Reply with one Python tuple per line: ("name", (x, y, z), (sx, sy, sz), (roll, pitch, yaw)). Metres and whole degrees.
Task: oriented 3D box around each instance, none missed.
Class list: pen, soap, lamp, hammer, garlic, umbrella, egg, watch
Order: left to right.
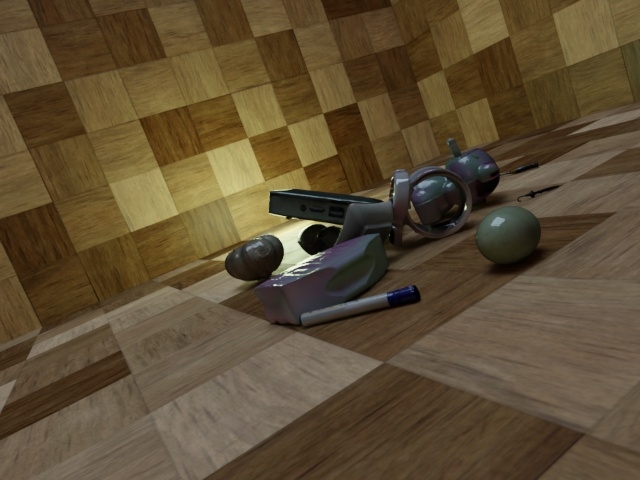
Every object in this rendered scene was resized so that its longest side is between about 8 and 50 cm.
("garlic", (-0.233, 0.071, 1.753), (0.228, 0.152, 0.228), (-28, 10, 5))
("soap", (0.022, 0.091, 1.189), (0.324, 0.109, 0.193), (-27, 11, -36))
("pen", (0.077, 0.141, 1.007), (0.269, 0.033, 0.033), (-17, 9, 23))
("watch", (0.316, -0.097, 1.422), (0.231, 0.244, 0.196), (1, 13, 0))
("lamp", (0.446, -0.210, 1.631), (0.301, 0.247, 0.247), (-26, 4, 16))
("egg", (0.380, -0.012, 0.963), (0.152, 0.114, 0.114), (-20, 7, -38))
("hammer", (0.787, -0.281, 1.955), (0.201, 0.021, 0.078), (-15, 11, 40))
("umbrella", (0.665, -0.149, 1.445), (0.148, 0.022, 0.022), (-21, 35, -1))

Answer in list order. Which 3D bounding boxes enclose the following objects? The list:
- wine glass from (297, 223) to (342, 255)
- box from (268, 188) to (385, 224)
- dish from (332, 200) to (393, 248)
("wine glass", (0.000, 0.000, 1.739), (0.126, 0.126, 0.241), (-23, 11, -15))
("box", (0.058, -0.108, 1.667), (0.395, 0.111, 0.396), (8, 4, 15))
("dish", (0.125, -0.006, 1.347), (0.151, 0.077, 0.212), (-6, -43, -31))
